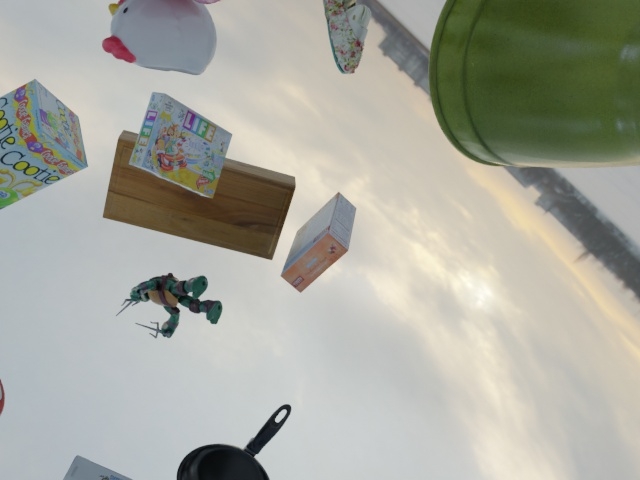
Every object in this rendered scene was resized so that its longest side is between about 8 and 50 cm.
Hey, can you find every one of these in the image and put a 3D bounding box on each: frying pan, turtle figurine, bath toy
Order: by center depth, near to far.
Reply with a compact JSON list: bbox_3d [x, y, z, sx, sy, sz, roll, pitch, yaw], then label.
[{"bbox_3d":[-0.140,-0.302,0.652,0.129,0.348,0.151,-30,-105,-40],"label":"bath toy"},{"bbox_3d":[-0.176,0.425,1.312,0.197,0.326,0.053,14,-162,5],"label":"frying pan"},{"bbox_3d":[-0.330,0.125,1.416,0.175,0.234,0.118,50,-135,-48],"label":"turtle figurine"}]

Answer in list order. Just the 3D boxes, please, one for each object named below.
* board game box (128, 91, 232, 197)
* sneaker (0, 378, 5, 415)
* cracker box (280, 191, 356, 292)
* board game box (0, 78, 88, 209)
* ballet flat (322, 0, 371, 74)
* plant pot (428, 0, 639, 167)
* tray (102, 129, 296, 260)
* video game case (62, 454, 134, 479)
[{"bbox_3d":[-0.193,-0.131,0.943,0.026,0.103,0.154,13,175,30],"label":"board game box"},{"bbox_3d":[-0.601,0.216,1.042,0.221,0.087,0.128,32,-167,29],"label":"sneaker"},{"bbox_3d":[0.000,0.000,1.525,0.067,0.156,0.232,42,-155,-12],"label":"cracker box"},{"bbox_3d":[-0.633,-0.175,1.335,0.142,0.275,0.144,52,-165,-61],"label":"board game box"},{"bbox_3d":[0.045,-0.406,1.150,0.091,0.077,0.241,13,-117,-60],"label":"ballet flat"},{"bbox_3d":[0.415,-0.258,1.005,0.366,0.366,0.353,31,180,-34],"label":"plant pot"},{"bbox_3d":[-0.283,-0.101,1.574,0.411,0.203,0.076,14,-155,-12],"label":"tray"},{"bbox_3d":[-0.339,0.496,1.178,0.244,0.269,0.061,24,-131,-4],"label":"video game case"}]
